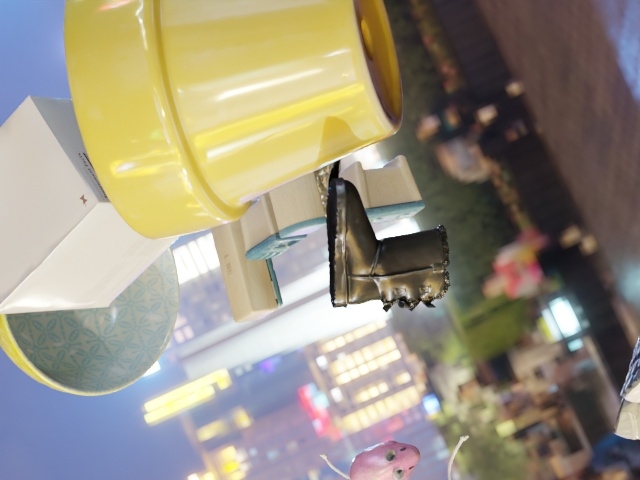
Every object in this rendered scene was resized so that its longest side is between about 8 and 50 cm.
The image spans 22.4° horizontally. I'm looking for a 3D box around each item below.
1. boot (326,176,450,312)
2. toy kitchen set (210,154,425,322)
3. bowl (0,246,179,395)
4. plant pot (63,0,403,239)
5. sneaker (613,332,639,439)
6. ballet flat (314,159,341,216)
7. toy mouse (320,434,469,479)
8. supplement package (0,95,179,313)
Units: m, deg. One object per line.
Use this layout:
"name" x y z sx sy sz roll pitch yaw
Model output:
"boot" 0.056 0.003 1.338 0.045 0.099 0.121 -119 25 -70
"toy kitchen set" 0.000 0.000 1.817 0.207 0.166 0.122 -32 70 60
"bowl" -0.353 0.069 2.219 0.156 0.289 0.289 -7 113 50
"plant pot" -0.063 -0.147 1.405 0.254 0.239 0.254 -12 -90 -77
"sneaker" 0.367 0.136 1.593 0.283 0.122 0.110 68 -139 -69
"ballet flat" 0.018 -0.094 1.961 0.057 0.049 0.173 -61 -21 -57
"toy mouse" 0.074 0.212 1.324 0.161 0.143 0.031 45 -156 10
"supplement package" -0.270 -0.037 1.751 0.149 0.194 0.203 56 -154 18
